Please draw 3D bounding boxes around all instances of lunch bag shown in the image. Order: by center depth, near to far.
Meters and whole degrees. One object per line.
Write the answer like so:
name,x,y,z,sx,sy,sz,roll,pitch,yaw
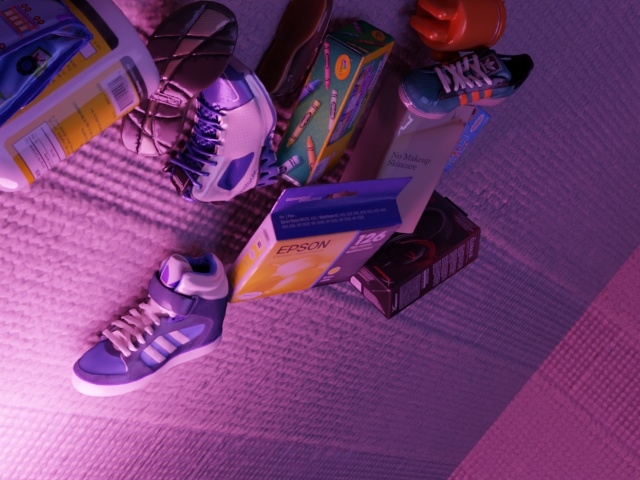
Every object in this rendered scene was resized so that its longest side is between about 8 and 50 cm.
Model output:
lunch bag,-0.438,-0.247,1.325,0.293,0.221,0.138,-40,148,-11

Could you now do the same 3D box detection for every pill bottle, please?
pill bottle,-0.400,-0.188,1.468,0.334,0.188,0.188,-39,147,-14

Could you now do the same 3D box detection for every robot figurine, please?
robot figurine,0.269,-0.424,2.067,0.219,0.128,0.158,-9,93,-45

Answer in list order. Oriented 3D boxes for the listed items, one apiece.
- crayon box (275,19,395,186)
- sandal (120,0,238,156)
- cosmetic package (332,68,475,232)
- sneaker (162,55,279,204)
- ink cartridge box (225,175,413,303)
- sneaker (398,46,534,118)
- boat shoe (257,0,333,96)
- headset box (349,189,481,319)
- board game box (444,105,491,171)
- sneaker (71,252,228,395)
crayon box,0.022,-0.245,1.951,0.165,0.081,0.278,-41,159,-60
sandal,-0.232,-0.259,1.694,0.120,0.086,0.303,24,129,-20
cosmetic package,0.164,-0.175,2.194,0.160,0.113,0.309,5,123,-31
sneaker,-0.175,-0.158,1.828,0.182,0.127,0.315,-37,148,-20
ink cartridge box,0.000,0.000,2.080,0.304,0.072,0.307,-8,153,-36
sneaker,0.279,-0.312,2.055,0.302,0.108,0.121,-15,164,-39
boat shoe,-0.035,-0.338,1.855,0.073,0.073,0.207,-2,134,-51
headset box,0.187,0.001,2.348,0.293,0.218,0.110,-32,147,-22
board game box,0.270,-0.247,2.345,0.160,0.039,0.211,-52,147,8
sneaker,-0.313,0.130,1.997,0.323,0.130,0.236,-19,131,-32
